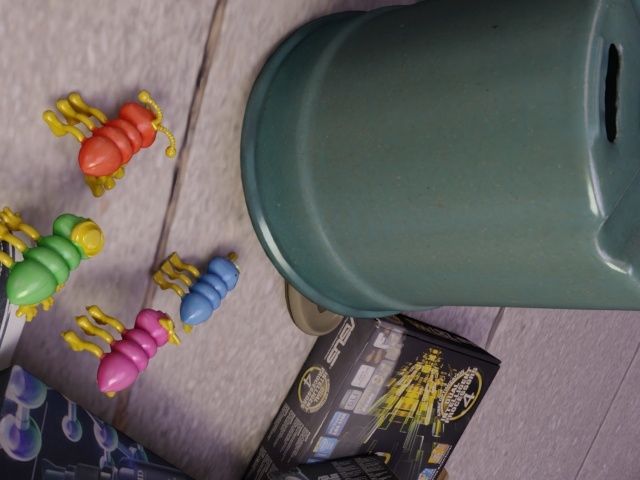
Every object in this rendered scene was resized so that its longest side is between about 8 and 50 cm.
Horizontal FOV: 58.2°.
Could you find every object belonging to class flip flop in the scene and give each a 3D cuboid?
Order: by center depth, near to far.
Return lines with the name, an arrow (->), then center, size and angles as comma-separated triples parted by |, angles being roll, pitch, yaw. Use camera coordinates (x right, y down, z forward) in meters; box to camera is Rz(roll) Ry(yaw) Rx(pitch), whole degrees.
flip flop -> 0.000, 0.000, 0.667 | 0.112, 0.080, 0.277 | -21, 120, -28

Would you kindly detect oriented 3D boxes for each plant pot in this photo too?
plant pot -> 0.153, -0.082, 0.513 | 0.340, 0.334, 0.342 | 0, 90, -34

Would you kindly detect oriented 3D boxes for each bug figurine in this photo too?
bug figurine -> -0.167, 0.017, 0.525 | 0.216, 0.072, 0.279 | -59, 141, -37

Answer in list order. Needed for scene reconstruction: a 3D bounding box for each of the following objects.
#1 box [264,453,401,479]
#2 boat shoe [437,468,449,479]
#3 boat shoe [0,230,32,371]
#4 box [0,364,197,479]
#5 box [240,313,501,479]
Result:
box -> 0.005, 0.367, 0.736 | 0.180, 0.077, 0.148 | 5, 109, -35
boat shoe -> 0.180, 0.454, 1.050 | 0.135, 0.050, 0.045 | -29, 132, -22
boat shoe -> -0.304, 0.071, 0.486 | 0.083, 0.065, 0.184 | 11, 105, -40
box -> -0.226, 0.353, 0.493 | 0.211, 0.294, 0.396 | -26, 131, 10
box -> 0.069, 0.301, 0.860 | 0.318, 0.097, 0.395 | 25, 96, -38
